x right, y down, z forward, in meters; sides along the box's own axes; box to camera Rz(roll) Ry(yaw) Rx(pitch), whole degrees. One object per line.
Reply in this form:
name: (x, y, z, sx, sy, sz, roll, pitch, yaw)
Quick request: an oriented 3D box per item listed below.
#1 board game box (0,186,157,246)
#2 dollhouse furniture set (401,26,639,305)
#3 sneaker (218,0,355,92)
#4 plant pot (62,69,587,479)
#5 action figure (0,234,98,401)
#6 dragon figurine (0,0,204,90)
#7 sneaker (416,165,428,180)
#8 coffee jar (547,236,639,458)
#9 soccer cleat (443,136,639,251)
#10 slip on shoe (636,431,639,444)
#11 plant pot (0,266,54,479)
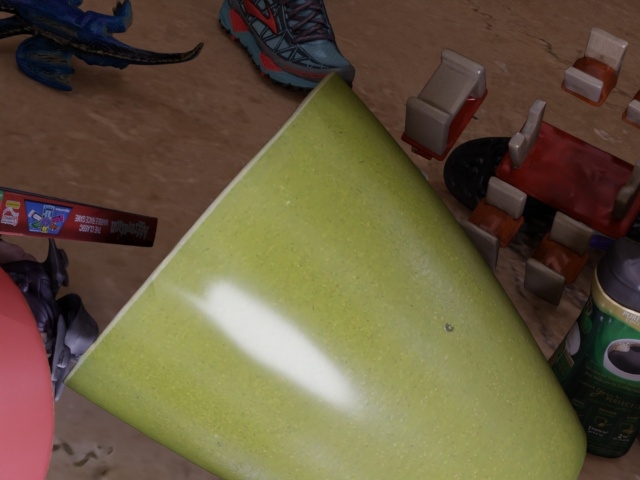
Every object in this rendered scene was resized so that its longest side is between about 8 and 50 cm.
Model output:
board game box: (-0.219, -0.024, 0.724, 0.145, 0.027, 0.281, 13, 0, 10)
dollhouse furniture set: (0.222, -0.092, 1.170, 0.259, 0.135, 0.262, 31, 76, 17)
sneaker: (-0.042, -0.280, 1.392, 0.104, 0.125, 0.262, -9, 41, -39)
plant pot: (0.029, 0.083, 0.753, 0.293, 0.275, 0.275, 40, 31, -4)
action figure: (-0.281, 0.038, 0.775, 0.285, 0.099, 0.185, 21, 20, -29)
dragon figurine: (-0.277, -0.218, 1.189, 0.289, 0.085, 0.144, 27, 33, 20)
sneaker: (0.000, 0.000, 0.983, 0.110, 0.118, 0.292, 35, 35, 20)
coffee jar: (0.250, 0.089, 0.920, 0.096, 0.184, 0.079, 18, 31, -5)
soccer cleat: (0.294, -0.034, 1.249, 0.318, 0.108, 0.116, 14, -16, 15)
slip on shoe: (0.318, 0.178, 0.949, 0.041, 0.051, 0.135, -8, 43, -31)
plant pot: (-0.286, 0.096, 0.542, 0.275, 0.275, 0.243, 38, 23, 27)
